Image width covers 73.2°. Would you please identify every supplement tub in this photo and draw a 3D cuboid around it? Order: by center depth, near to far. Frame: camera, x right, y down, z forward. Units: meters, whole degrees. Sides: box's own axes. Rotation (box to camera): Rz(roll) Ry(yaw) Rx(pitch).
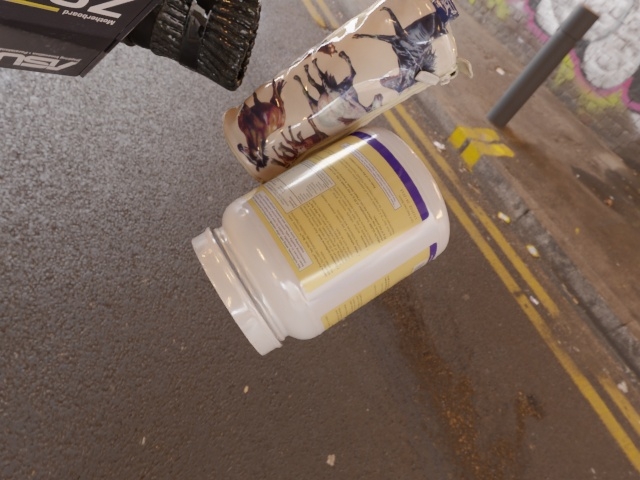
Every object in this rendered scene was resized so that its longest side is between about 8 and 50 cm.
[{"bbox_3d":[0.000,0.000,0.670,0.331,0.241,0.241,-31,67,-10],"label":"supplement tub"}]

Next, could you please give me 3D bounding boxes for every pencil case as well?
[{"bbox_3d":[0.032,-0.243,0.721,0.184,0.410,0.160,63,11,28],"label":"pencil case"}]

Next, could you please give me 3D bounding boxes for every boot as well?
[{"bbox_3d":[-0.222,-0.447,0.722,0.260,0.348,0.131,21,51,-2],"label":"boot"}]

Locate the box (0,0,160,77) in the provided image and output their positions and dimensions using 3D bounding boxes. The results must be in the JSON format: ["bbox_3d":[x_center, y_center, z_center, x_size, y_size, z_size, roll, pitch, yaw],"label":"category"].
[{"bbox_3d":[-0.273,-0.230,0.249,0.395,0.318,0.097,-18,92,-55],"label":"box"}]
